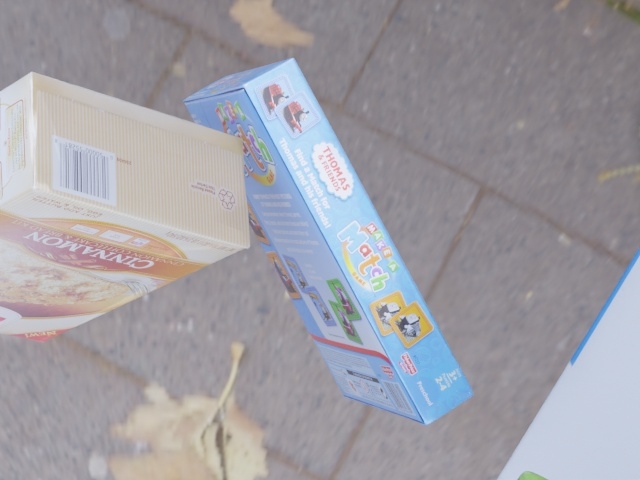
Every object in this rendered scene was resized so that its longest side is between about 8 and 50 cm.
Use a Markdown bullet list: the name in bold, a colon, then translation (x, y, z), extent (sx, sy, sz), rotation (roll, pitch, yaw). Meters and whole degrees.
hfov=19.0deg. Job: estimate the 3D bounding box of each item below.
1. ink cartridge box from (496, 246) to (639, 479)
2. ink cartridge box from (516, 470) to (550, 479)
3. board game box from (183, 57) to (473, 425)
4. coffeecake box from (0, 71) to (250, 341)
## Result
- **ink cartridge box**: translation (0.205, 0.109, 0.940), extent (0.203, 0.086, 0.148), rotation (32, 87, -40)
- **ink cartridge box**: translation (0.128, 0.231, 0.677), extent (0.189, 0.097, 0.255), rotation (27, 34, -18)
- **board game box**: translation (0.000, 0.000, 1.107), extent (0.039, 0.160, 0.211), rotation (-31, 99, -13)
- **coffeecake box**: translation (-0.153, -0.012, 1.041), extent (0.142, 0.185, 0.068), rotation (15, 61, -41)
